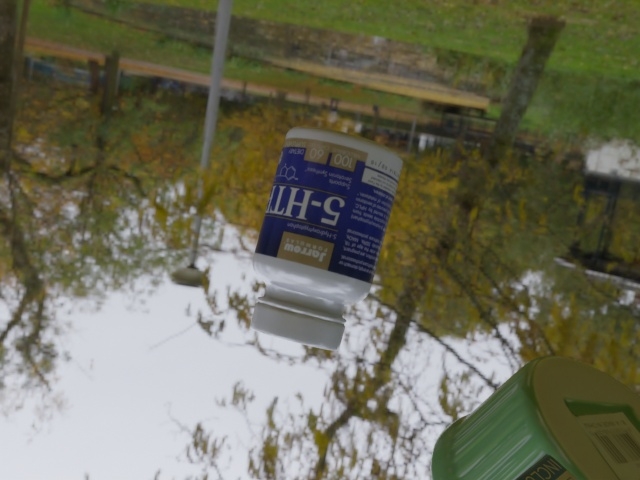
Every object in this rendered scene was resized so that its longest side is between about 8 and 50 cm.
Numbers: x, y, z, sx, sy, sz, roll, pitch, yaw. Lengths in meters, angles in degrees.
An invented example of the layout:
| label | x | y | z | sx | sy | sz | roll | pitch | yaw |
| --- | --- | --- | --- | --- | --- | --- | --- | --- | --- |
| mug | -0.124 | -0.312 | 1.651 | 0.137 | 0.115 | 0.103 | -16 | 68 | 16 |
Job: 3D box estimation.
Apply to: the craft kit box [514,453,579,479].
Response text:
| label | x | y | z | sx | sy | sz | roll | pitch | yaw |
| --- | --- | --- | --- | --- | --- | --- | --- | --- | --- |
| craft kit box | 0.165 | 0.262 | 0.490 | 0.247 | 0.060 | 0.250 | 38 | -150 | 29 |

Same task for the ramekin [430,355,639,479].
| label | x | y | z | sx | sy | sz | roll | pitch | yaw |
| --- | --- | --- | --- | --- | --- | --- | --- | --- | --- |
| ramekin | 0.282 | 0.265 | 0.900 | 0.304 | 0.148 | 0.303 | 27 | -153 | -15 |

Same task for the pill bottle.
| label | x | y | z | sx | sy | sz | roll | pitch | yaw |
| --- | --- | --- | --- | --- | --- | --- | --- | --- | --- |
| pill bottle | 0.000 | 0.000 | 0.777 | 0.112 | 0.186 | 0.112 | 14 | 176 | 1 |
